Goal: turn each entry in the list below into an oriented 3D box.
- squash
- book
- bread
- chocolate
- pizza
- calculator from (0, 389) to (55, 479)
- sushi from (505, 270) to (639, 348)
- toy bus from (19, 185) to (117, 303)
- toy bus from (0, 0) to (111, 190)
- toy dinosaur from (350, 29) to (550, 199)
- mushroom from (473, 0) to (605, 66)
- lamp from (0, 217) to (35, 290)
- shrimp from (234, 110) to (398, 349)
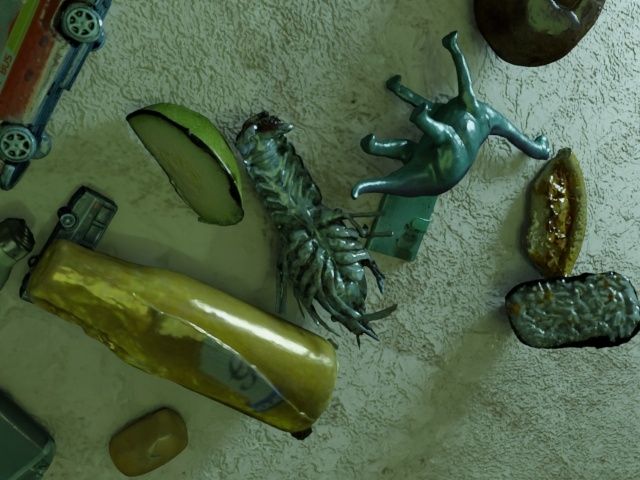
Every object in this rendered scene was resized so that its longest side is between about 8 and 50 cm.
[{"bbox_3d":[-0.143,-0.112,0.798,0.085,0.184,0.192,-47,120,-24],"label":"squash"},{"bbox_3d":[0.141,-0.037,1.027,0.103,0.017,0.135,16,97,-26],"label":"book"},{"bbox_3d":[-0.255,0.309,0.921,0.115,0.056,0.082,-25,112,-17],"label":"bread"},{"bbox_3d":[-0.179,0.138,0.845,0.445,0.162,0.162,30,91,-30],"label":"chocolate"},{"bbox_3d":[0.442,-0.037,1.141,0.134,0.056,0.271,0,104,-33],"label":"pizza"},{"bbox_3d":[-0.472,0.259,0.815,0.141,0.045,0.246,-39,116,-10],"label":"calculator"},{"bbox_3d":[0.449,0.129,1.101,0.126,0.225,0.136,32,53,-55],"label":"sushi"},{"bbox_3d":[-0.334,0.010,0.810,0.065,0.047,0.166,30,90,-32],"label":"toy bus"},{"bbox_3d":[-0.346,-0.196,0.713,0.120,0.121,0.265,28,93,-19],"label":"toy bus"},{"bbox_3d":[0.230,-0.115,0.962,0.331,0.129,0.383,41,64,-27],"label":"toy dinosaur"},{"bbox_3d":[0.350,-0.390,0.955,0.194,0.138,0.231,20,95,-27],"label":"mushroom"},{"bbox_3d":[-0.459,0.057,0.737,0.250,0.101,0.101,-34,115,-4],"label":"lamp"},{"bbox_3d":[0.000,0.002,0.905,0.221,0.166,0.410,-33,103,-11],"label":"shrimp"}]
